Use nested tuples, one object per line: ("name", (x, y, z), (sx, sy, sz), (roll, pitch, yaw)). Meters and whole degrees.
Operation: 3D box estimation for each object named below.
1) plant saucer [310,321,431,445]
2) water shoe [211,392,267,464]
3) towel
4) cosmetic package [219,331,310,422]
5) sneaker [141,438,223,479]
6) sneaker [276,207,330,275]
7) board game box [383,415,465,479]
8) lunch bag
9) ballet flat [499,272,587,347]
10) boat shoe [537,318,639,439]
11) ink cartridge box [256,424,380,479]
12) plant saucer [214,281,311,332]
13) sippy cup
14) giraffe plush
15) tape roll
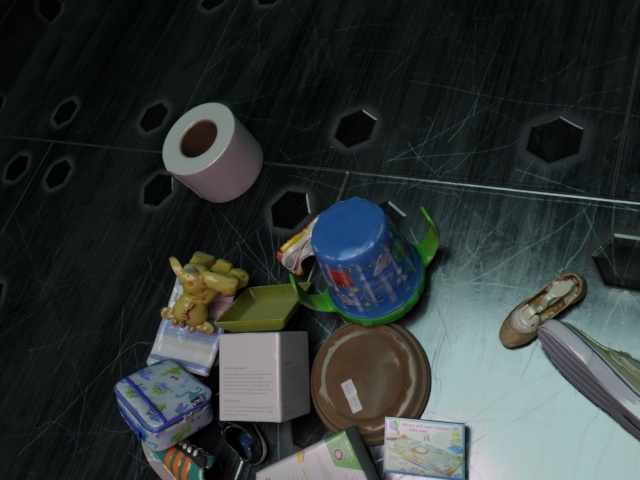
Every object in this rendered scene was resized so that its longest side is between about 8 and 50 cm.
("plant saucer", (0.099, 0.298, 1.131), (0.278, 0.041, 0.278), (-11, 62, 21))
("water shoe", (-0.195, 0.417, 1.188), (0.073, 0.080, 0.203), (-48, 55, -3))
("towel", (-0.340, 0.211, 1.393), (0.209, 0.034, 0.285), (5, 68, 27))
("cosmetic package", (-0.121, 0.294, 1.148), (0.151, 0.151, 0.184), (-6, 79, 23))
("sneaker", (-0.292, 0.509, 1.182), (0.121, 0.108, 0.302), (-44, 62, -2))
("sneaker", (0.000, 0.000, 1.314), (0.225, 0.088, 0.093), (-42, 75, 2))
("board game box", (0.202, 0.402, 1.011), (0.154, 0.026, 0.103), (0, 76, 16))
("lunch bag", (-0.369, 0.379, 1.219), (0.176, 0.090, 0.219), (-21, 32, -37))
("ballet flat", (0.436, 0.131, 1.032), (0.206, 0.067, 0.073), (-42, 55, 2))
("boat shoe", (0.527, 0.247, 0.923), (0.094, 0.109, 0.302), (-36, 63, -13))
("ink cartridge box", (0.001, 0.486, 1.031), (0.212, 0.093, 0.154), (-29, 73, 9))
("plant saucer", (-0.130, 0.167, 1.257), (0.188, 0.045, 0.188), (-7, 19, 23))
("sippy cup", (0.092, 0.033, 1.132), (0.240, 0.224, 0.305), (22, 67, 37))
("giraffe plush", (-0.302, 0.142, 1.312), (0.181, 0.210, 0.170), (26, 104, 26))
("tape roll", (-0.313, -0.255, 1.530), (0.246, 0.169, 0.246), (-11, 62, 21))
